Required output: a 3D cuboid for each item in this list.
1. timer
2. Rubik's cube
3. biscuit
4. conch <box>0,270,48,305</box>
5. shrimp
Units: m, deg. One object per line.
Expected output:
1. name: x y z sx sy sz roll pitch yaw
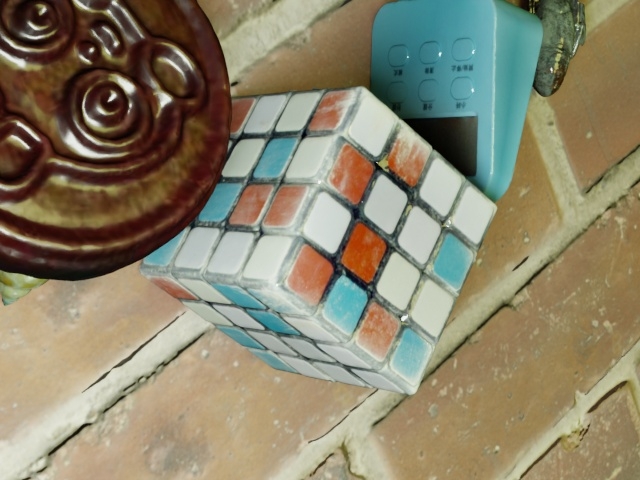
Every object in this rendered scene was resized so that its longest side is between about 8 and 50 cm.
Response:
1. timer: 0.148 -0.169 1.785 0.091 0.232 0.250 15 82 -38
2. Rubik's cube: 0.000 -0.001 1.652 0.256 0.259 0.253 39 70 -34
3. biscuit: -0.266 -0.161 1.452 0.407 0.091 0.407 12 69 -32
4. conch: -0.292 -0.036 1.512 0.116 0.106 0.173 -20 91 -37
5. shrimp: 0.331 -0.314 2.035 0.090 0.079 0.233 8 80 -2
